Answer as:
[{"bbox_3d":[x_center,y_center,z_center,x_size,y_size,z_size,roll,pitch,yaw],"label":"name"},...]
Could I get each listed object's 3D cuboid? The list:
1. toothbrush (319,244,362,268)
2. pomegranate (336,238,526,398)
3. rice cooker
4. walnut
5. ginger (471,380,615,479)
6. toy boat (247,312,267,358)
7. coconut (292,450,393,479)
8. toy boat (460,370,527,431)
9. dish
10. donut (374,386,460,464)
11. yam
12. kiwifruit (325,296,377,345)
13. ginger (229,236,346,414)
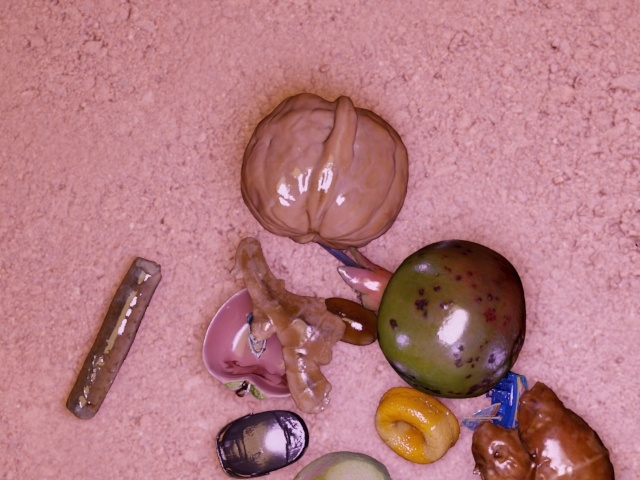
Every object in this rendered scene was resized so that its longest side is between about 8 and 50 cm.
[{"bbox_3d":[0.000,0.000,1.998,0.288,0.024,0.026,38,75,13],"label":"toothbrush"},{"bbox_3d":[0.184,0.134,1.813,0.323,0.291,0.291,3,82,5],"label":"pomegranate"},{"bbox_3d":[-0.101,0.359,1.920,0.165,0.106,0.112,-17,79,11],"label":"rice cooker"},{"bbox_3d":[0.010,-0.119,1.892,0.296,0.285,0.285,16,84,-11],"label":"walnut"},{"bbox_3d":[0.349,0.420,1.789,0.274,0.152,0.358,23,84,-8],"label":"ginger"},{"bbox_3d":[-0.111,0.166,1.893,0.038,0.038,0.083,-8,76,8],"label":"toy boat"},{"bbox_3d":[0.026,0.475,1.829,0.204,0.236,0.236,-2,81,-15],"label":"coconut"},{"bbox_3d":[0.291,0.309,1.864,0.110,0.091,0.175,7,90,-19],"label":"toy boat"},{"bbox_3d":[-0.101,0.192,1.952,0.213,0.090,0.213,-2,79,8],"label":"dish"},{"bbox_3d":[0.162,0.323,1.864,0.151,0.058,0.152,16,129,21],"label":"donut"},{"bbox_3d":[-0.383,0.181,2.012,0.071,0.067,0.317,25,88,-1],"label":"yam"},{"bbox_3d":[0.048,0.145,1.944,0.124,0.075,0.075,22,86,16],"label":"kiwifruit"},{"bbox_3d":[-0.056,0.133,1.870,0.148,0.081,0.334,-37,76,4],"label":"ginger"}]
